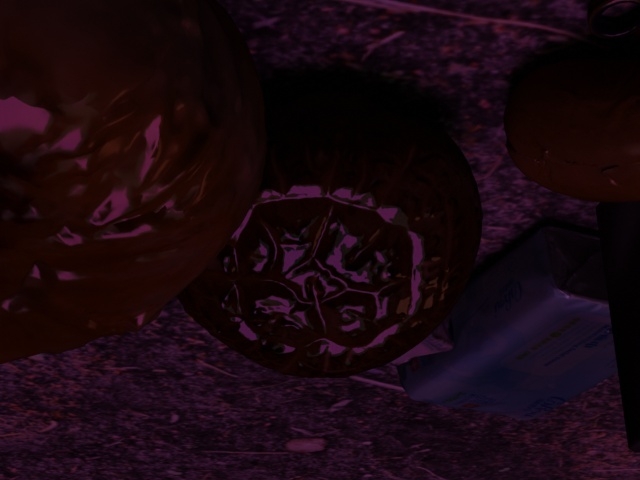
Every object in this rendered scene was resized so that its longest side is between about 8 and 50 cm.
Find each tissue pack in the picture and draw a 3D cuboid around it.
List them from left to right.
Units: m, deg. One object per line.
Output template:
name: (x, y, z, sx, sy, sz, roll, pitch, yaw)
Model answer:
tissue pack: (0.213, 0.090, 1.289, 0.177, 0.089, 0.263, 12, 149, -27)

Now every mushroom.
mushroom: (0.000, 0.000, 1.026, 0.253, 0.153, 0.253, 0, 124, 0)

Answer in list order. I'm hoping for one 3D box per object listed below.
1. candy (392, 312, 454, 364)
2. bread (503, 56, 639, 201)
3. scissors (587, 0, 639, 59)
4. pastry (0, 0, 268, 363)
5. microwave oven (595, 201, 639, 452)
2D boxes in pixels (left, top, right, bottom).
candy: (0.057, 0.046, 1.201, 0.073, 0.092, 0.160, -19, 148, 25)
bread: (0.211, -0.077, 0.955, 0.189, 0.077, 0.114, 3, 120, 41)
scissors: (0.281, -0.184, 0.875, 0.088, 0.017, 0.220, 25, 141, -34)
pastry: (-0.230, -0.086, 0.794, 0.410, 0.245, 0.409, -3, 149, -2)
microwave oven: (0.484, 0.026, 1.033, 0.432, 0.236, 0.374, 7, 149, -15)
